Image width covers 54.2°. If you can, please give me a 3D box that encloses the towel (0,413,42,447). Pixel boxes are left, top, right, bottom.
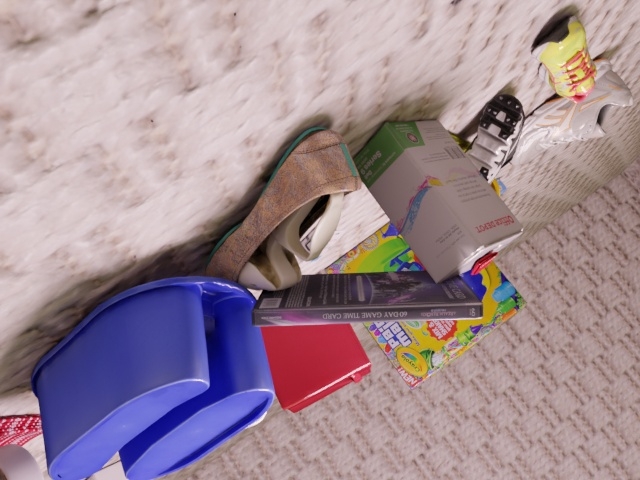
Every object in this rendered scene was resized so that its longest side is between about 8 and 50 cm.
[{"bbox_3d":[-0.513,0.305,0.839,0.198,0.031,0.275,-36,164,2],"label":"towel"}]

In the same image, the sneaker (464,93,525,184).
[{"bbox_3d":[0.281,-0.134,1.072,0.106,0.078,0.234,-6,129,-57],"label":"sneaker"}]

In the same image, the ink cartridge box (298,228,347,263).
[{"bbox_3d":[0.000,0.000,1.033,0.083,0.028,0.048,-45,162,26],"label":"ink cartridge box"}]

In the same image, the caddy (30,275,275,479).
[{"bbox_3d":[-0.221,0.176,0.824,0.341,0.179,0.241,-39,142,23],"label":"caddy"}]

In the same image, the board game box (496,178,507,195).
[{"bbox_3d":[0.353,-0.056,1.566,0.160,0.039,0.211,-26,161,-33],"label":"board game box"}]

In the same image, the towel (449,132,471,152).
[{"bbox_3d":[0.229,-0.138,1.128,0.102,0.021,0.237,-44,162,20],"label":"towel"}]

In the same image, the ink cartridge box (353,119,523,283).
[{"bbox_3d":[0.165,-0.060,0.877,0.154,0.212,0.093,-15,154,-51],"label":"ink cartridge box"}]

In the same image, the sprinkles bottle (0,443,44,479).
[{"bbox_3d":[-0.502,0.349,0.713,0.121,0.121,0.355,-45,161,27],"label":"sprinkles bottle"}]

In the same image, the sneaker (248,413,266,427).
[{"bbox_3d":[-0.271,0.365,1.340,0.292,0.108,0.169,-6,-177,-15],"label":"sneaker"}]

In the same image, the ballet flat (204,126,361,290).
[{"bbox_3d":[-0.053,-0.001,0.789,0.107,0.106,0.316,-19,157,-44],"label":"ballet flat"}]

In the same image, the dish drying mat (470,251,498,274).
[{"bbox_3d":[0.226,0.032,0.866,0.032,0.008,0.083,-34,165,-1],"label":"dish drying mat"}]

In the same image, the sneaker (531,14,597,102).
[{"bbox_3d":[0.388,-0.270,0.961,0.081,0.094,0.208,-40,162,17],"label":"sneaker"}]

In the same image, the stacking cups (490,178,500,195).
[{"bbox_3d":[0.325,-0.085,1.288,0.096,0.096,0.316,-40,169,13],"label":"stacking cups"}]

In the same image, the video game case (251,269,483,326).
[{"bbox_3d":[0.058,0.072,0.831,0.273,0.026,0.196,-1,-171,2],"label":"video game case"}]

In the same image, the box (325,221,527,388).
[{"bbox_3d":[0.212,0.109,1.294,0.279,0.290,0.177,-37,163,-1],"label":"box"}]

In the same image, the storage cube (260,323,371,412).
[{"bbox_3d":[-0.023,0.224,1.290,0.193,0.215,0.184,-28,163,-4],"label":"storage cube"}]

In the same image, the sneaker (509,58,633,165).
[{"bbox_3d":[0.486,-0.225,1.230,0.262,0.121,0.099,-45,160,27],"label":"sneaker"}]

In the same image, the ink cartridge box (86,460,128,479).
[{"bbox_3d":[-0.550,0.642,1.582,0.191,0.082,0.139,-45,162,24],"label":"ink cartridge box"}]
